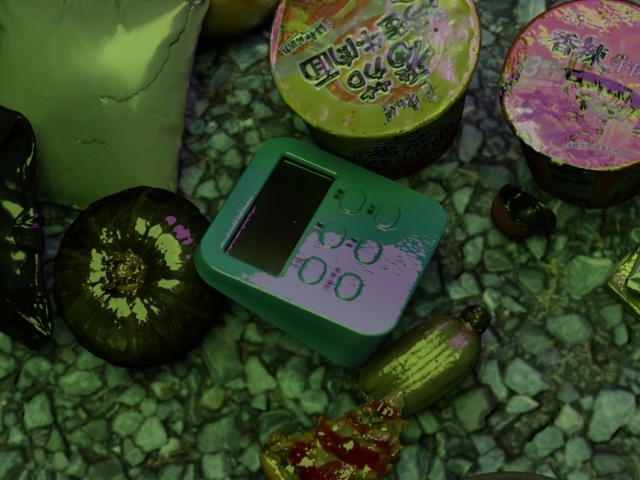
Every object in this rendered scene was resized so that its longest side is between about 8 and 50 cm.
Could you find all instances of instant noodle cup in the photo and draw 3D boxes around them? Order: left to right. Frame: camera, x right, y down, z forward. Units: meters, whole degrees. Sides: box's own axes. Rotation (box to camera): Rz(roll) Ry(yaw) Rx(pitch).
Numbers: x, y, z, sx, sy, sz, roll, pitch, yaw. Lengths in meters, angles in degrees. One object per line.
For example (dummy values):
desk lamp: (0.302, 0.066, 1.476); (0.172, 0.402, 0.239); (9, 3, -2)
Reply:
instant noodle cup: (0.075, -0.203, 1.964); (0.264, 0.200, 0.264); (-3, 68, 7)
instant noodle cup: (0.332, -0.152, 1.919); (0.230, 0.182, 0.230); (-3, 69, 7)

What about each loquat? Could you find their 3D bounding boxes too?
loquat: (-0.141, -0.336, 2.077); (0.195, 0.152, 0.152); (3, 69, 4)

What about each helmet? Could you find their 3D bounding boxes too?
helmet: (0.244, -0.026, 1.954); (0.084, 0.049, 0.065); (33, 39, -7)

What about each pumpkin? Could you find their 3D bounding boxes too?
pumpkin: (-0.219, 0.045, 1.931); (0.224, 0.157, 0.223); (-1, 87, 12)

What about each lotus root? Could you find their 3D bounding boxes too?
lotus root: (0.129, 0.144, 1.886); (0.183, 0.077, 0.090); (-38, 77, -2)

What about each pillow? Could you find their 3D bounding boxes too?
pillow: (-0.306, -0.182, 2.026); (0.310, 0.119, 0.312); (8, 95, 14)

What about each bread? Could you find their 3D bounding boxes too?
bread: (0.416, 0.079, 1.901); (0.154, 0.028, 0.068); (42, 79, 19)

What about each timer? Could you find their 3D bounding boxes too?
timer: (0.000, 0.000, 1.888); (0.250, 0.091, 0.231); (29, 56, -2)

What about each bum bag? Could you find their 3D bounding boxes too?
bum bag: (-0.389, -0.015, 1.969); (0.137, 0.074, 0.309); (-8, 88, 42)

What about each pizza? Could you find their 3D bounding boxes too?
pizza: (0.033, 0.251, 1.836); (0.188, 0.062, 0.199); (37, 100, 17)

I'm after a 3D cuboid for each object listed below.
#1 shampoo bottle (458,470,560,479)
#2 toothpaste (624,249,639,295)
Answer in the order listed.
shampoo bottle: (0.198, 0.400, 1.649); (0.323, 0.317, 0.322); (-4, 68, 9)
toothpaste: (0.438, -0.044, 1.923); (0.069, 0.047, 0.268); (32, 62, -23)
